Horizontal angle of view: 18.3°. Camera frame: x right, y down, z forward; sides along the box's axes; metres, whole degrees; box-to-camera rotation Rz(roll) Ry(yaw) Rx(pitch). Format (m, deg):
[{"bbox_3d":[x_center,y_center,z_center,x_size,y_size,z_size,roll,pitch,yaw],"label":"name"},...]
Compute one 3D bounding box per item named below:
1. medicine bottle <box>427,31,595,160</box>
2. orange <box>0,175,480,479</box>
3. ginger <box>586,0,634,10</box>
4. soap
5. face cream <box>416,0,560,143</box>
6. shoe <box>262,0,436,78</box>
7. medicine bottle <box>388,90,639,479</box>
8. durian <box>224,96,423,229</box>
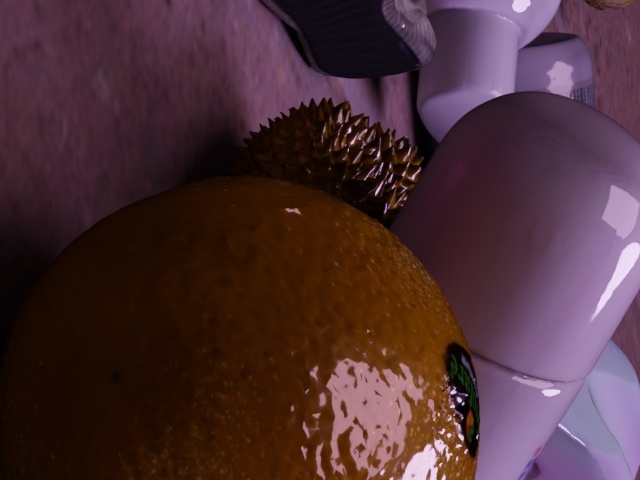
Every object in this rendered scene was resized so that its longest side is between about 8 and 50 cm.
[{"bbox_3d":[0.155,-0.052,1.585,0.135,0.135,0.215,-36,123,-68],"label":"medicine bottle"},{"bbox_3d":[-0.035,0.081,0.883,0.236,0.236,0.236,-1,90,-72],"label":"orange"},{"bbox_3d":[0.290,-0.365,2.059,0.116,0.109,0.263,-26,116,-40],"label":"ginger"},{"bbox_3d":[0.132,0.142,1.407,0.324,0.193,0.109,62,32,-53],"label":"soap"},{"bbox_3d":[0.120,-0.232,1.475,0.145,0.145,0.370,53,38,-60],"label":"face cream"},{"bbox_3d":[0.014,-0.189,1.254,0.227,0.099,0.112,61,26,-61],"label":"shoe"},{"bbox_3d":[0.061,0.079,1.042,0.341,0.130,0.130,-60,171,20],"label":"medicine bottle"},{"bbox_3d":[0.000,0.000,1.138,0.168,0.137,0.158,-85,-174,-61],"label":"durian"}]
